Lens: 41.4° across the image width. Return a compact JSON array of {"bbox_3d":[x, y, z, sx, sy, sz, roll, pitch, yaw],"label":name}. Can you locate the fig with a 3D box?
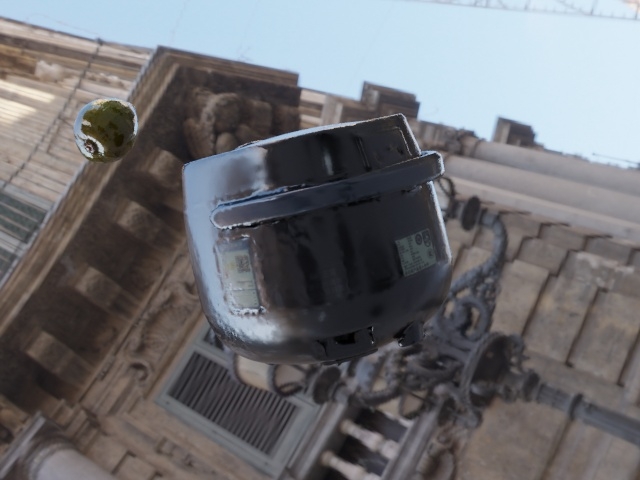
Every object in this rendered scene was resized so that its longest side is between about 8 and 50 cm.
[{"bbox_3d":[-0.248,-0.134,0.997,0.088,0.074,0.074,-61,-37,-39],"label":"fig"}]

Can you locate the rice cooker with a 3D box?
[{"bbox_3d":[0.000,0.000,0.845,0.267,0.267,0.224,-17,-84,-45],"label":"rice cooker"}]
